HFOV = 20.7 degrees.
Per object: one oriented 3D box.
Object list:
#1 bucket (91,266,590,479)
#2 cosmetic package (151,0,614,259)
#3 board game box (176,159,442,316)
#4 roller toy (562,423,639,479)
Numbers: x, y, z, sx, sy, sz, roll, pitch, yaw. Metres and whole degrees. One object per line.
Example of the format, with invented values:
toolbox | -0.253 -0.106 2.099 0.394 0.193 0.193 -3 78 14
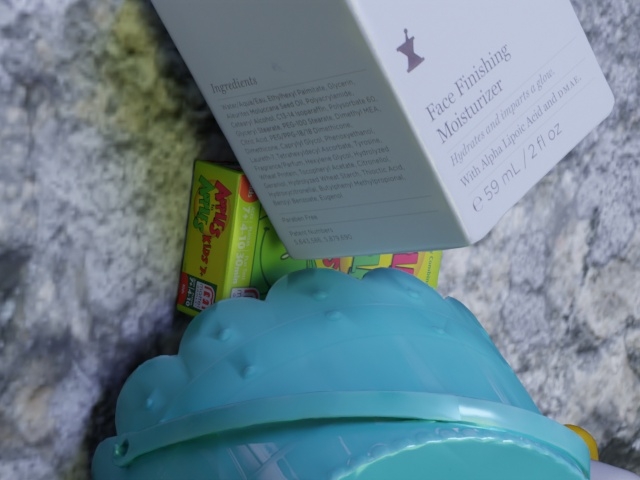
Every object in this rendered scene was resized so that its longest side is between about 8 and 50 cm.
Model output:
bucket | 0.024 0.167 0.995 0.281 0.183 0.281 -9 118 -19
cosmetic package | 0.035 -0.107 0.972 0.151 0.151 0.183 -43 114 -35
board game box | 0.000 0.000 1.081 0.181 0.043 0.092 -1 103 -43
roller toy | 0.140 0.235 1.214 0.191 0.146 0.209 6 96 -55
